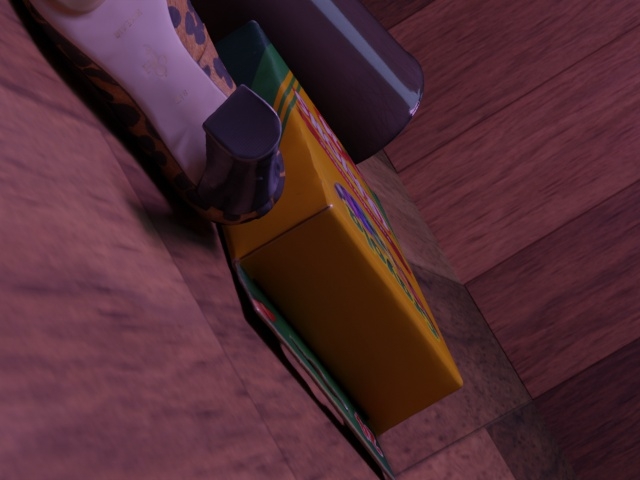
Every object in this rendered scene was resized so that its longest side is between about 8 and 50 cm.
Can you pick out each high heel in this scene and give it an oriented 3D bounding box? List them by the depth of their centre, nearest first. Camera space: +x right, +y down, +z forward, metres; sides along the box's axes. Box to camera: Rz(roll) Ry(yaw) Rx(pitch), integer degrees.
[{"bbox_3d":[-0.117,-0.121,0.891,0.261,0.093,0.186,51,-11,7],"label":"high heel"}]

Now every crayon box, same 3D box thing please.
[{"bbox_3d":[0.000,0.000,1.072,0.202,0.081,0.318,53,10,-37],"label":"crayon box"}]

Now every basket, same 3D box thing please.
[{"bbox_3d":[-0.046,-0.186,1.249,0.227,0.154,0.204,48,-13,-33],"label":"basket"}]
